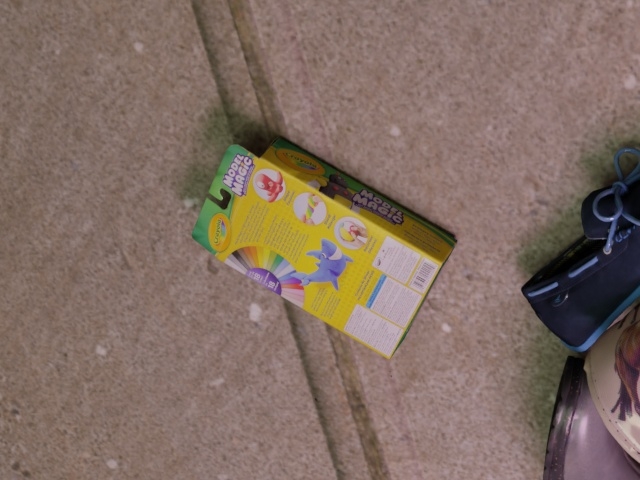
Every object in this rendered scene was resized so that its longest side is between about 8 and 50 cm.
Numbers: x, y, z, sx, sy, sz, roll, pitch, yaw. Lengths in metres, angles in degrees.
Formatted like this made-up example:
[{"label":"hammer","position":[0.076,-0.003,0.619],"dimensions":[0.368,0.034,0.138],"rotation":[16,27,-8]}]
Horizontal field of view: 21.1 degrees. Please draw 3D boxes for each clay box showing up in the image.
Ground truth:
[{"label":"clay box","position":[0.000,0.000,1.583],"dimensions":[0.222,0.053,0.127],"rotation":[31,126,7]}]

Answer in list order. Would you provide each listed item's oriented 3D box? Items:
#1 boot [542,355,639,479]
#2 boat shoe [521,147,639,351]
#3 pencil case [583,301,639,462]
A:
[{"label":"boot","position":[0.324,0.245,1.555],"dimensions":[0.223,0.118,0.338],"rotation":[3,130,19]},{"label":"boat shoe","position":[0.251,-0.006,1.437],"dimensions":[0.089,0.109,0.258],"rotation":[38,124,4]},{"label":"pencil case","position":[0.413,0.045,1.347],"dimensions":[0.183,0.160,0.410],"rotation":[35,126,-24]}]
